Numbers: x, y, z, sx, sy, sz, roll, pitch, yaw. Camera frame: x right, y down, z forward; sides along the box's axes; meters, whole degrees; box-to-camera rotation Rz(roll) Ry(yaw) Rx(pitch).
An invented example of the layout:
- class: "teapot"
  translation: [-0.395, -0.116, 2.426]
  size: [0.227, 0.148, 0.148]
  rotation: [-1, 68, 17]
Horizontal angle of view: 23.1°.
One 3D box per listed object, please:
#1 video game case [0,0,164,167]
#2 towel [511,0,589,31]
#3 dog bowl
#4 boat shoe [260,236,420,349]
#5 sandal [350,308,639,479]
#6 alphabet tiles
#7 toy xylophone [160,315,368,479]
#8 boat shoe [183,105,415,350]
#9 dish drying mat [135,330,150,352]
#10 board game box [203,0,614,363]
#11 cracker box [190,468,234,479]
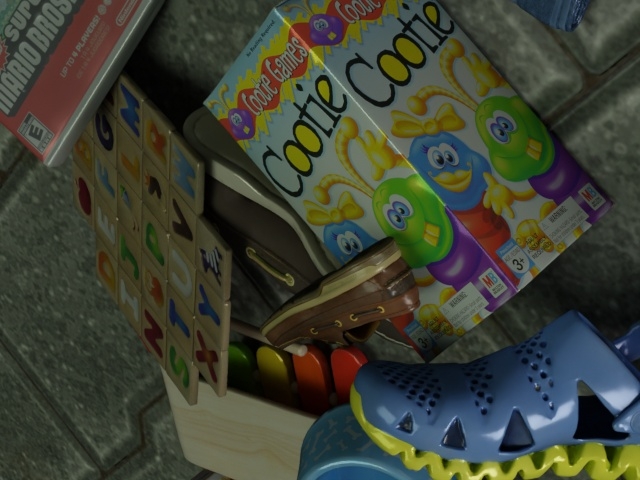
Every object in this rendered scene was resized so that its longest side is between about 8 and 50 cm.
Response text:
- class: "video game case"
  translation: [-0.297, -0.236, 1.483]
  size: [0.285, 0.025, 0.204]
  rotation: [42, 112, 17]
- class: "towel"
  translation: [0.145, -0.204, 1.137]
  size: [0.119, 0.029, 0.067]
  rotation: [34, 137, 22]
- class: "dog bowl"
  translation: [0.100, 0.277, 1.437]
  size: [0.297, 0.074, 0.166]
  rotation: [40, 124, -4]
- class: "boat shoe"
  translation: [0.013, 0.056, 1.211]
  size: [0.060, 0.064, 0.178]
  rotation: [56, 142, -1]
- class: "sandal"
  translation: [0.177, 0.110, 1.190]
  size: [0.126, 0.317, 0.138]
  rotation: [-120, 37, -61]
- class: "alphabet tiles"
  translation: [-0.170, -0.016, 1.505]
  size: [0.342, 0.011, 0.285]
  rotation: [48, 144, 42]
- class: "toy xylophone"
  translation: [-0.046, 0.159, 1.558]
  size: [0.322, 0.081, 0.236]
  rotation: [21, 130, 34]
- class: "boat shoe"
  translation: [0.000, 0.000, 1.370]
  size: [0.324, 0.116, 0.097]
  rotation: [37, 140, 26]
- class: "dish drying mat"
  translation: [-0.203, 0.085, 1.719]
  size: [0.083, 0.008, 0.032]
  rotation: [56, 142, -3]
- class: "board game box"
  translation: [0.066, -0.068, 1.226]
  size: [0.275, 0.142, 0.144]
  rotation: [49, 141, 5]
- class: "cracker box"
  translation: [-0.120, 0.343, 1.649]
  size: [0.067, 0.232, 0.156]
  rotation: [-29, 96, 51]
